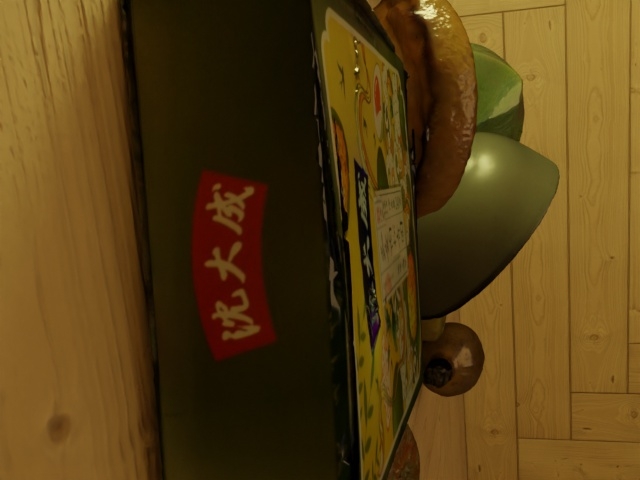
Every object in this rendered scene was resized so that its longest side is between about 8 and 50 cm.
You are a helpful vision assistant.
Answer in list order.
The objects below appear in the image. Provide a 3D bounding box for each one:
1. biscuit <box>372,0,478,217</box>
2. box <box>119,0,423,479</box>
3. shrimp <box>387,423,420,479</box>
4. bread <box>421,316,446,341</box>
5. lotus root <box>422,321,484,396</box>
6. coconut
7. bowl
[{"bbox_3d":[0.114,-0.169,0.903,0.296,0.102,0.296,177,-90,-72],"label":"biscuit"},{"bbox_3d":[0.000,0.000,0.610,0.420,0.138,0.373,-17,105,-75],"label":"box"},{"bbox_3d":[0.142,0.436,1.265,0.294,0.062,0.154,67,38,-48],"label":"shrimp"},{"bbox_3d":[0.247,0.178,1.637,0.156,0.086,0.125,10,85,-72],"label":"bread"},{"bbox_3d":[0.317,0.300,1.742,0.310,0.183,0.182,-1,89,-70],"label":"lotus root"},{"bbox_3d":[0.272,-0.248,1.424,0.328,0.281,0.328,-58,-176,6],"label":"coconut"},{"bbox_3d":[0.210,-0.056,1.199,0.185,0.354,0.354,39,29,-8],"label":"bowl"}]
